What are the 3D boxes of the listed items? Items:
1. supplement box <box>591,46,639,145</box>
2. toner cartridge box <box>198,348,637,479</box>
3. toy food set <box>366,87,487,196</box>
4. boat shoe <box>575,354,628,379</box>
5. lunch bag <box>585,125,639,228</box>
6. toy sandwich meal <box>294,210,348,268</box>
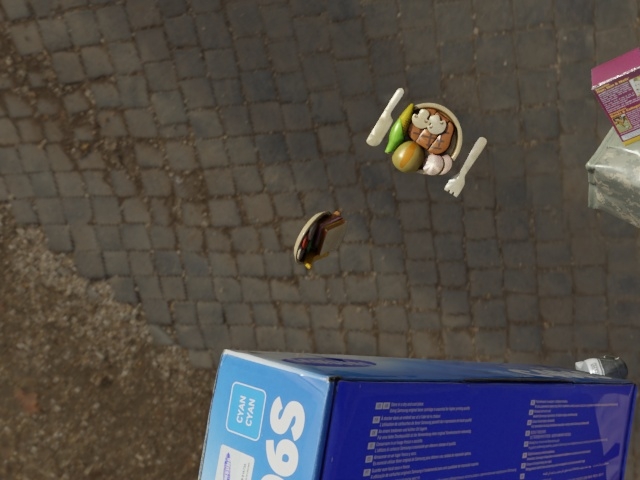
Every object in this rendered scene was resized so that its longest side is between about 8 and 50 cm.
[{"bbox_3d":[0.328,-0.150,0.869,0.055,0.043,0.083,-22,121,32],"label":"supplement box"},{"bbox_3d":[0.079,0.156,0.490,0.075,0.348,0.165,6,86,42],"label":"toner cartridge box"},{"bbox_3d":[0.182,-0.172,1.430,0.192,0.038,0.132,32,104,13],"label":"toy food set"},{"bbox_3d":[0.512,0.243,1.492,0.076,0.080,0.228,-14,160,8],"label":"boat shoe"},{"bbox_3d":[0.593,-0.147,1.286,0.235,0.287,0.169,30,164,31],"label":"lunch bag"},{"bbox_3d":[0.000,0.000,1.037,0.029,0.085,0.086,31,125,20],"label":"toy sandwich meal"}]
